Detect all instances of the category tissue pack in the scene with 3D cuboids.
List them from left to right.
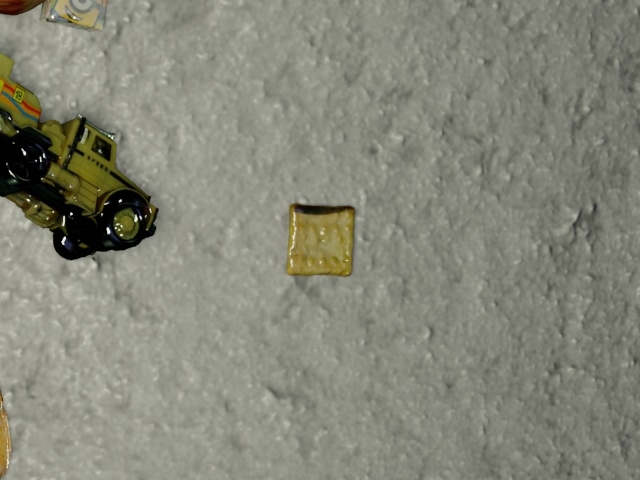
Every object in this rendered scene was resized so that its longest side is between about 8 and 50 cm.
[{"bbox_3d":[-0.253,-0.263,2.008,0.063,0.035,0.083,9,87,-30],"label":"tissue pack"}]

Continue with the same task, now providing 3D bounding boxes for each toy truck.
[{"bbox_3d":[-0.283,-0.080,1.952,0.257,0.127,0.127,37,59,-26],"label":"toy truck"}]

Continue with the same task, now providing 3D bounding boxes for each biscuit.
[{"bbox_3d":[0.000,0.000,2.168,0.083,0.018,0.081,1,91,-29],"label":"biscuit"}]

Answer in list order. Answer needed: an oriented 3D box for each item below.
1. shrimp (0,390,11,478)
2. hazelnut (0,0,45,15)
[{"bbox_3d":[-0.404,0.236,1.926,0.178,0.075,0.289,30,64,-29],"label":"shrimp"},{"bbox_3d":[-0.317,-0.298,1.925,0.143,0.143,0.154,38,66,-25],"label":"hazelnut"}]
